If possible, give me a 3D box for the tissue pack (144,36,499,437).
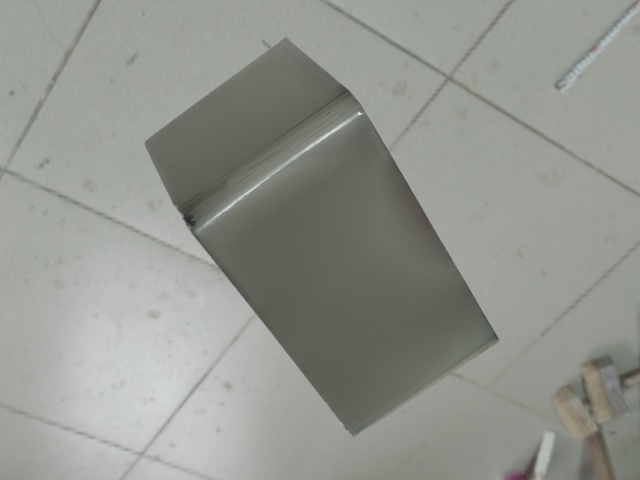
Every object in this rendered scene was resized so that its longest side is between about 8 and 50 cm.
[{"bbox_3d":[0.000,0.001,0.696,0.136,0.159,0.246,-36,123,-1],"label":"tissue pack"}]
